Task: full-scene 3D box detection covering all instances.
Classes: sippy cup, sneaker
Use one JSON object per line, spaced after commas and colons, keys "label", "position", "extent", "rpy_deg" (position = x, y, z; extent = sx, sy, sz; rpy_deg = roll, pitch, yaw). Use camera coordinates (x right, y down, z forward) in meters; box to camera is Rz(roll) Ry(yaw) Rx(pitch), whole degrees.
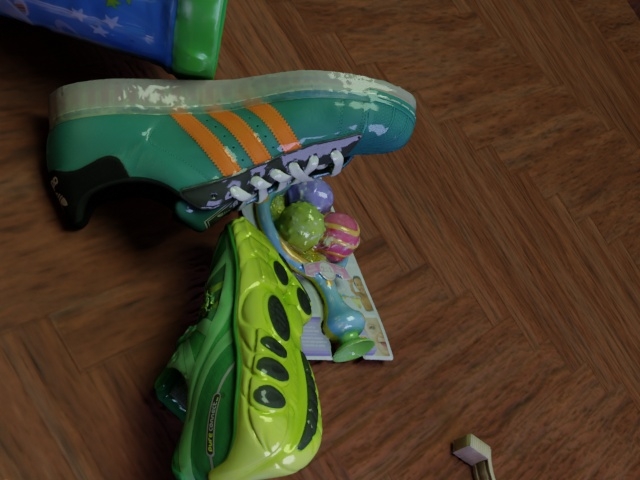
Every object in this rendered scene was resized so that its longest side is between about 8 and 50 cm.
{"label": "sippy cup", "position": [-0.179, -0.259, 0.872], "extent": [0.224, 0.305, 0.240], "rpy_deg": [9, 61, -7]}
{"label": "sneaker", "position": [-0.068, -0.065, 0.881], "extent": [0.302, 0.108, 0.121], "rpy_deg": [-3, 78, -4]}
{"label": "sneaker", "position": [-0.074, 0.079, 0.836], "extent": [0.109, 0.123, 0.295], "rpy_deg": [55, 14, -25]}

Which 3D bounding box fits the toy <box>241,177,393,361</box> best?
{"label": "toy", "position": [0.000, 0.000, 1.032], "extent": [0.137, 0.056, 0.237], "rpy_deg": [7, 57, -48]}

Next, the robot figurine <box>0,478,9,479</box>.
{"label": "robot figurine", "position": [-0.257, 0.163, 0.542], "extent": [0.219, 0.158, 0.128], "rpy_deg": [-46, 125, -54]}

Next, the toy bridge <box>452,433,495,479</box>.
{"label": "toy bridge", "position": [0.149, 0.275, 1.004], "extent": [0.063, 0.026, 0.188], "rpy_deg": [36, 39, -25]}
